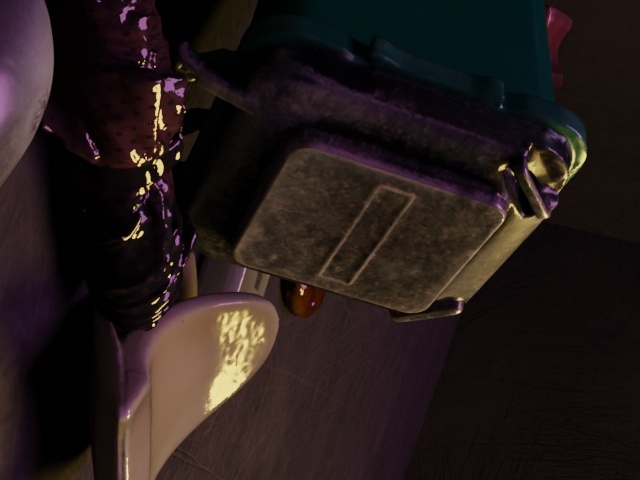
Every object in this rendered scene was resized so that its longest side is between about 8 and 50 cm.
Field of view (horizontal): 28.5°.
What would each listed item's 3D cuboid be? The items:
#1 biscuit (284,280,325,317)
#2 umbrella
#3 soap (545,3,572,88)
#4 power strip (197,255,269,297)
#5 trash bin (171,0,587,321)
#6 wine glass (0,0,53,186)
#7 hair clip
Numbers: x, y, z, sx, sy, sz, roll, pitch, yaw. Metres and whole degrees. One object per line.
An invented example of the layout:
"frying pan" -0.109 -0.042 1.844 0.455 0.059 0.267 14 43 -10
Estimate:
"biscuit" 0.000 0.000 1.581 0.212 0.036 0.212 14 90 -78
"umbrella" -0.128 -0.075 0.818 0.090 0.094 0.326 -84 178 -50
"soap" 0.237 -0.294 1.856 0.359 0.233 0.128 -25 126 -74
"power strip" -0.078 0.021 1.236 0.118 0.046 0.270 74 31 -71
"trash bin" 0.032 -0.159 1.008 0.259 0.295 0.381 123 -20 -52
"wine glass" -0.169 -0.085 0.590 0.103 0.103 0.222 76 30 -64
"hair clip" -0.129 0.104 0.994 0.282 0.113 0.172 -50 151 -53
